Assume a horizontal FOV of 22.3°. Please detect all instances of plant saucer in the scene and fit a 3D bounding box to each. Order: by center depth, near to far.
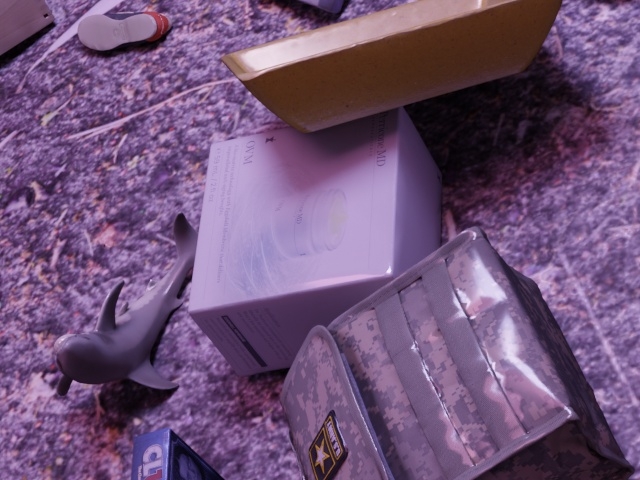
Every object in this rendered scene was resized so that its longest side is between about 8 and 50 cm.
[{"bbox_3d":[0.071,-0.193,1.709,0.332,0.081,0.333,-15,11,-4],"label":"plant saucer"}]

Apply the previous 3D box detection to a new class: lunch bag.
[{"bbox_3d":[0.096,0.168,1.481,0.287,0.169,0.235,-34,48,15],"label":"lunch bag"}]

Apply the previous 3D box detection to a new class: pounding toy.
[{"bbox_3d":[-0.436,-0.355,2.267,0.206,0.094,0.181,-35,40,-9],"label":"pounding toy"}]

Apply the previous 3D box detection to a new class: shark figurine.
[{"bbox_3d":[-0.185,0.104,1.769,0.116,0.166,0.278,34,46,12],"label":"shark figurine"}]

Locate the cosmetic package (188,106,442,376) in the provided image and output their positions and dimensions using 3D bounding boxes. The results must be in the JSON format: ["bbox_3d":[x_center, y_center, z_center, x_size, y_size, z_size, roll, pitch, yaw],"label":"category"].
[{"bbox_3d":[0.000,0.000,1.681,0.224,0.138,0.224,-11,51,19],"label":"cosmetic package"}]

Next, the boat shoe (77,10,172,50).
[{"bbox_3d":[-0.259,-0.278,2.128,0.137,0.049,0.043,-3,13,33],"label":"boat shoe"}]

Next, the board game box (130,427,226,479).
[{"bbox_3d":[-0.122,0.318,1.495,0.042,0.165,0.243,-17,50,20],"label":"board game box"}]

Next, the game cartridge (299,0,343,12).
[{"bbox_3d":[-0.008,-0.479,2.010,0.230,0.068,0.355,29,105,47],"label":"game cartridge"}]
